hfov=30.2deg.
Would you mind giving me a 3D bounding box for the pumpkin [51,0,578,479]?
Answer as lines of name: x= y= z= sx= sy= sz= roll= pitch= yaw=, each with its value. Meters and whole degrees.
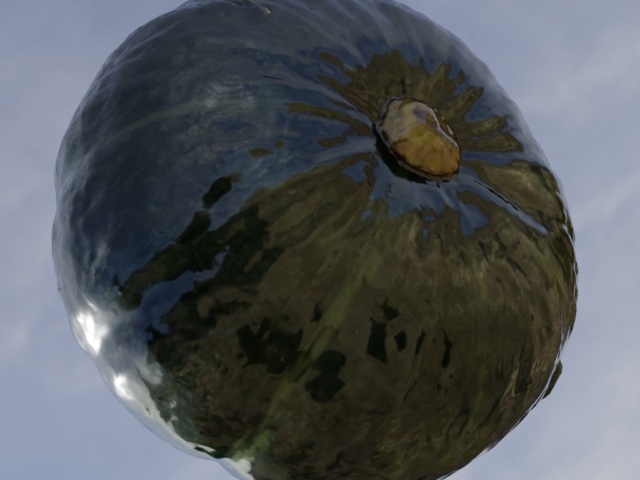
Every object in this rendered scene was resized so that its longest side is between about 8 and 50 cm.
pumpkin: x=-0.001 y=-0.002 z=0.459 sx=0.212 sy=0.211 sz=0.152 roll=-17 pitch=-11 yaw=-41
